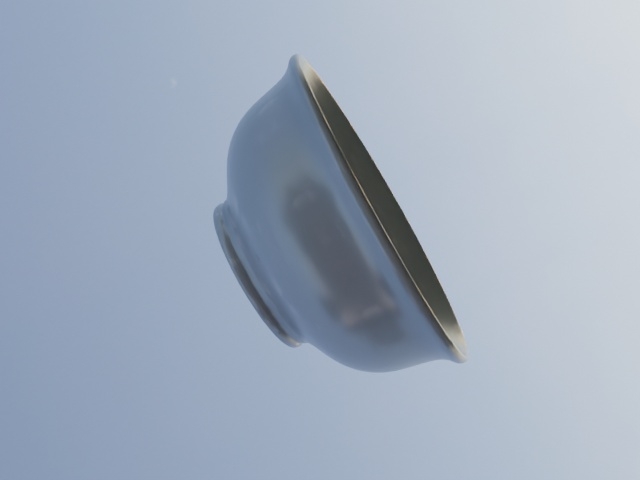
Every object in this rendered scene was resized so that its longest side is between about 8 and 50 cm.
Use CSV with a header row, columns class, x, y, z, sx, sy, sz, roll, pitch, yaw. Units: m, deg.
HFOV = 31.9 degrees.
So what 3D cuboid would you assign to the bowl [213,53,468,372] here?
class,x,y,z,sx,sy,sz,roll,pitch,yaw
bowl,0.000,0.000,0.964,0.298,0.134,0.298,59,-173,-13
